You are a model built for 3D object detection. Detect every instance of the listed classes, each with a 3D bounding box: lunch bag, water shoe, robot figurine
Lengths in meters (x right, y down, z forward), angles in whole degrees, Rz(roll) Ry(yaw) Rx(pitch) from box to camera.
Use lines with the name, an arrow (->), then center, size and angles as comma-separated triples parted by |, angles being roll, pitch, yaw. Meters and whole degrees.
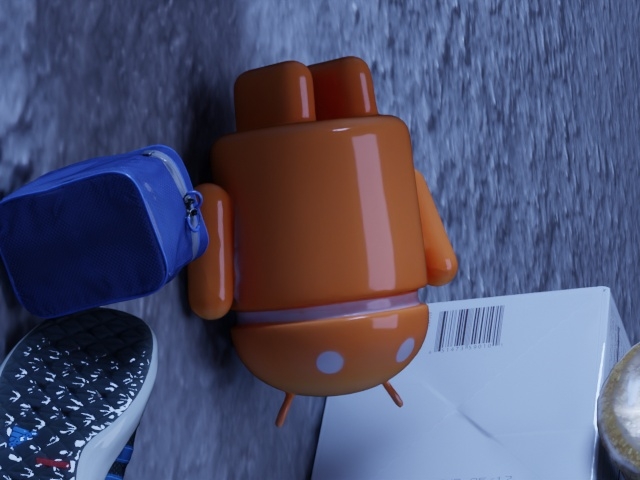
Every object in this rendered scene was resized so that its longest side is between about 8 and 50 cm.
lunch bag -> -0.104, -0.008, 0.931 | 0.065, 0.098, 0.067 | -47, 122, -66
water shoe -> -0.131, 0.117, 0.899 | 0.203, 0.073, 0.080 | -72, 175, -47
robot figurine -> 0.002, 0.000, 1.155 | 0.158, 0.128, 0.219 | -8, 93, -69

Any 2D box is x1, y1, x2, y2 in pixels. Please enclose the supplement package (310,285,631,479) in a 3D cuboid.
supplement package -> 0.134, 0.196, 1.341 | 0.262, 0.199, 0.198 | 62, 29, -43

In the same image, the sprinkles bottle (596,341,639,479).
sprinkles bottle -> 0.286, 0.197, 1.285 | 0.355, 0.121, 0.121 | 58, 33, -48
